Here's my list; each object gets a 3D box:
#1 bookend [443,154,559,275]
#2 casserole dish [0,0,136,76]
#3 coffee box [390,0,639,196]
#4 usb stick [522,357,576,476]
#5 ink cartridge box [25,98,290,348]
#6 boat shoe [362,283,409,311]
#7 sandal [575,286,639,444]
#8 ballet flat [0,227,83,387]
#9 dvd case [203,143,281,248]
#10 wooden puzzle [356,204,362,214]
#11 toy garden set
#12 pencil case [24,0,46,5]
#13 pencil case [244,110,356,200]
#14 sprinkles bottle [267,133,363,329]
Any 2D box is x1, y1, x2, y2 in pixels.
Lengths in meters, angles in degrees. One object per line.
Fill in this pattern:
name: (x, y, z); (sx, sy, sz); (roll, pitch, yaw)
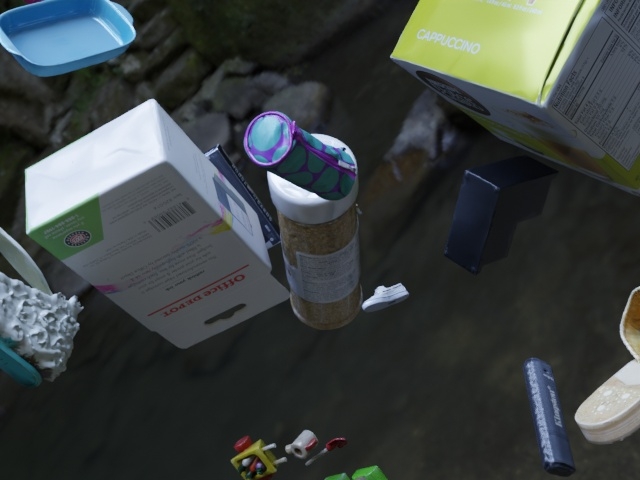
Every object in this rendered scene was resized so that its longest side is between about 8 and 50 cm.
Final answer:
bookend: (0.291, -0.044, 1.515); (0.072, 0.157, 0.156); (35, 128, 38)
casserole dish: (-0.333, -0.267, 1.233); (0.188, 0.114, 0.037); (-28, -23, -37)
coffee box: (0.381, -0.319, 1.440); (0.337, 0.334, 0.338); (32, 94, 49)
usb stick: (0.480, 0.369, 1.980); (0.045, 0.077, 0.278); (-53, 26, 38)
ink cartridge box: (-0.208, -0.005, 1.282); (0.207, 0.353, 0.119); (-26, 50, 11)
boat shoe: (0.113, 0.100, 1.694); (0.100, 0.035, 0.035); (-17, -27, -28)
sandal: (0.306, 0.080, 0.850); (0.240, 0.079, 0.088); (-36, 12, -27)
ballet flat: (-0.443, 0.014, 1.082); (0.147, 0.409, 0.147); (-32, 32, 23)
dvd case: (-0.205, -0.017, 1.465); (0.238, 0.179, 0.029); (-29, 18, 16)
wooden puzzle: (0.064, -0.079, 2.005); (0.006, 0.049, 0.083); (-41, 24, -11)
toy garden set: (-0.009, 0.348, 1.296); (0.244, 0.204, 0.049); (-29, 9, 47)
pencil case: (-0.460, -0.529, 1.759); (0.236, 0.104, 0.104); (-57, 18, -2)
pencil case: (-0.018, -0.093, 1.052); (0.070, 0.151, 0.064); (-10, 73, 30)
sprinkles bottle: (0.000, 0.000, 1.379); (0.121, 0.121, 0.355); (-60, -20, -28)
